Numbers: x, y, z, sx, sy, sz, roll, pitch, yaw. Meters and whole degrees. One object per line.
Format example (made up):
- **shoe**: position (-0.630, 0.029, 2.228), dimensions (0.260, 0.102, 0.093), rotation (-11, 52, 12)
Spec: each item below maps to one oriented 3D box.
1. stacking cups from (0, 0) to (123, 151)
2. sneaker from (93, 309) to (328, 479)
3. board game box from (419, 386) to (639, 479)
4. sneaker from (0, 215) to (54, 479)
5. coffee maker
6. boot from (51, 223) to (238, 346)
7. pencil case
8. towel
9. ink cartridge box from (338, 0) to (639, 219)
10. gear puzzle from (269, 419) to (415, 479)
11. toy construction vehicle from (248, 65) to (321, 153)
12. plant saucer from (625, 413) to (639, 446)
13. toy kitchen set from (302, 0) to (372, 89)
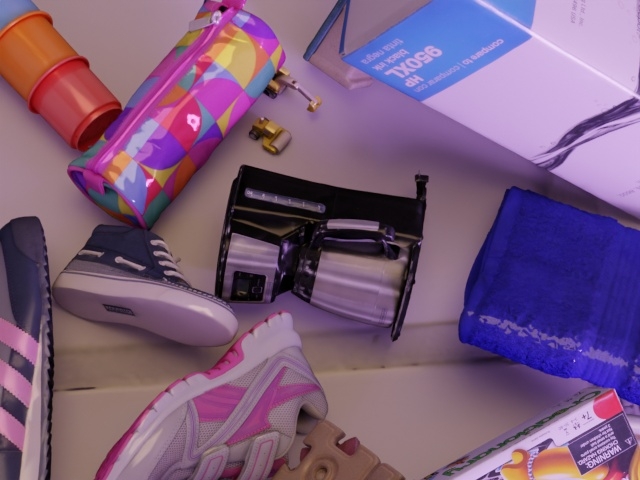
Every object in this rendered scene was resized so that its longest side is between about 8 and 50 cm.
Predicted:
- **stacking cups**: position (-0.319, -0.210, 1.468), dimensions (0.096, 0.096, 0.316), rotation (-35, 73, -21)
- **sneaker**: position (-0.082, 0.163, 1.264), dimensions (0.252, 0.103, 0.111), rotation (-35, 83, -35)
- **board game box**: position (0.126, 0.262, 1.123), dimensions (0.305, 0.053, 0.193), rotation (-26, 94, -18)
- **sneaker**: position (-0.292, 0.120, 1.278), dimensions (0.131, 0.112, 0.319), rotation (1, 61, -8)
- **coffee maker**: position (0.000, 0.000, 1.383), dimensions (0.178, 0.120, 0.171), rotation (13, 26, 0)
- **boot**: position (-0.144, 0.033, 1.339), dimensions (0.190, 0.069, 0.086), rotation (12, 56, 25)
- **pencil case**: position (-0.133, -0.122, 1.411), dimensions (0.104, 0.104, 0.236), rotation (32, 75, 11)
- **towel**: position (0.282, 0.074, 1.352), dimensions (0.308, 0.076, 0.227), rotation (20, 38, 7)
- **ink cartridge box**: position (0.234, -0.226, 1.393), dimensions (0.395, 0.166, 0.285), rotation (25, 58, -27)
- **gear puzzle**: position (-0.044, 0.312, 1.194), dimensions (0.339, 0.044, 0.175), rotation (-50, 44, -10)
- **toy construction vehicle**: position (-0.060, -0.137, 1.482), dimensions (0.098, 0.035, 0.086), rotation (37, 65, 13)
- **plant saucer**: position (0.246, 0.341, 1.221), dimensions (0.400, 0.100, 0.400), rotation (2, 62, -4)
- **toy kitchen set**: position (0.077, -0.259, 1.549), dimensions (0.122, 0.166, 0.207), rotation (44, 30, 16)
